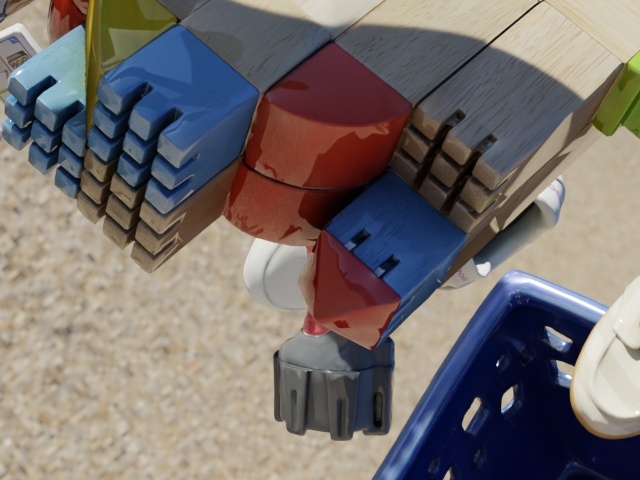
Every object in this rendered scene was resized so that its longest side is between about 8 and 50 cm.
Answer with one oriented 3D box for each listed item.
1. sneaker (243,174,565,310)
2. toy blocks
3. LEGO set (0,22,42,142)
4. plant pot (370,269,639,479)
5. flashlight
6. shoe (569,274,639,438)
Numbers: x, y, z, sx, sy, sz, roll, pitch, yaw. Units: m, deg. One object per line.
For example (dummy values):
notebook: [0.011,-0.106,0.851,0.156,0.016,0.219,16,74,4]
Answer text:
sneaker: [0.070,-0.009,1.474,0.152,0.305,0.114,-92,156,-61]
toy blocks: [-0.031,-0.100,0.781,0.381,0.190,0.261,41,57,12]
LEGO set: [-0.319,-0.167,1.255,0.244,0.182,0.060,54,27,-29]
plant pot: [0.180,0.197,1.130,0.236,0.236,0.212,26,-19,26]
flashlight: [0.000,0.000,1.313,0.103,0.304,0.103,-6,17,-27]
shoe: [0.229,0.028,0.997,0.076,0.219,0.058,43,-8,21]
